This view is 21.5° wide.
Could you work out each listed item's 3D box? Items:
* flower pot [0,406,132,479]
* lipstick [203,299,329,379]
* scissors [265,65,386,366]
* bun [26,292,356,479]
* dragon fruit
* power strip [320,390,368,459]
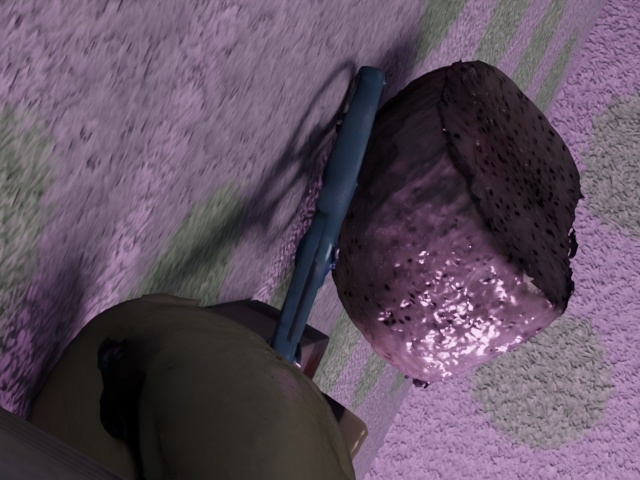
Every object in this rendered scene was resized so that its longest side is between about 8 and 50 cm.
[{"bbox_3d":[-0.161,0.175,0.687,0.239,0.189,0.209,-67,168,22],"label":"flower pot"},{"bbox_3d":[-0.075,0.100,1.243,0.076,0.079,0.371,-63,171,6],"label":"lipstick"},{"bbox_3d":[0.001,0.000,1.255,0.393,0.032,0.180,-72,178,-61],"label":"scissors"},{"bbox_3d":[-0.061,0.185,0.932,0.293,0.187,0.293,-36,-132,53],"label":"bun"},{"bbox_3d":[0.098,-0.022,1.524,0.221,0.204,0.283,-36,-162,31],"label":"dragon fruit"},{"bbox_3d":[-0.046,0.212,1.516,0.105,0.070,0.256,-56,-170,-25],"label":"power strip"}]
